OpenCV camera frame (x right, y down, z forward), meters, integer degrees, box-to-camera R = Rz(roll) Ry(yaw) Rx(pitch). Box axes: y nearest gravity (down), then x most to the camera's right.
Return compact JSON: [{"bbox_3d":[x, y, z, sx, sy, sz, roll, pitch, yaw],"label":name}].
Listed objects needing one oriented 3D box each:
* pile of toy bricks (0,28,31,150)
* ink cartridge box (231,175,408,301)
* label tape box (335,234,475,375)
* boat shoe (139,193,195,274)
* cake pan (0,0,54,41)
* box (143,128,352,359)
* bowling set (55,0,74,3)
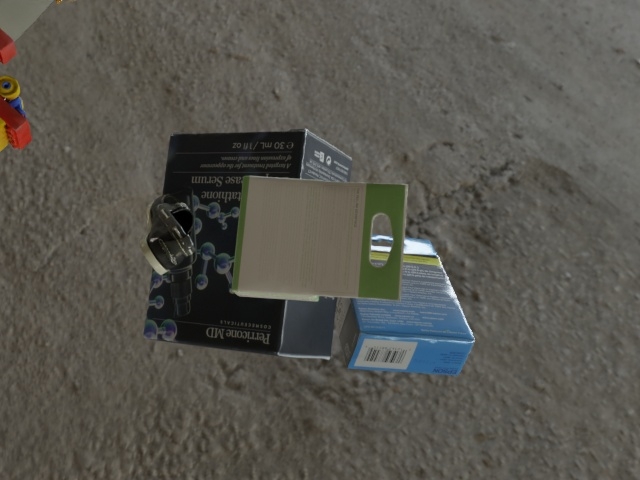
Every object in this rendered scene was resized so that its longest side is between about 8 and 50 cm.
[{"bbox_3d":[-0.268,-0.114,0.424,0.212,0.118,0.105,41,69,-2],"label":"pile of toy bricks"},{"bbox_3d":[0.000,0.000,1.105,0.235,0.056,0.171,4,78,6],"label":"ink cartridge box"},{"bbox_3d":[0.156,0.128,1.705,0.249,0.115,0.347,5,34,-15],"label":"label tape box"},{"bbox_3d":[-0.234,-0.023,1.267,0.084,0.079,0.233,52,8,-22],"label":"boat shoe"},{"bbox_3d":[-0.276,-0.300,0.803,0.054,0.293,0.293,41,41,-29],"label":"cake pan"},{"bbox_3d":[-0.131,0.009,1.472,0.212,0.294,0.395,19,75,-62],"label":"box"},{"bbox_3d":[-0.373,-0.421,1.153,0.200,0.287,0.154,48,15,21],"label":"bowling set"}]
